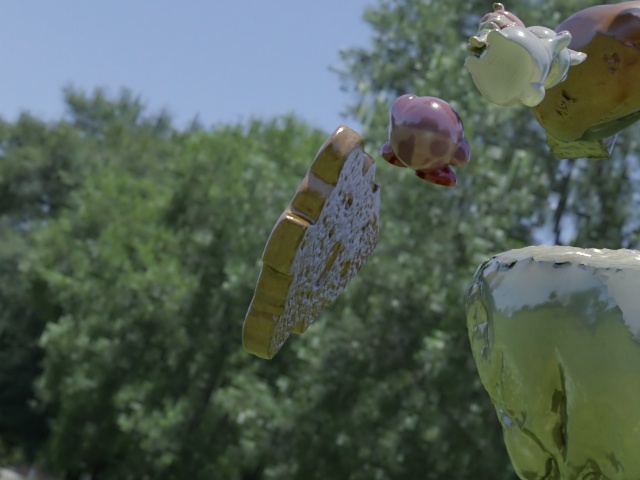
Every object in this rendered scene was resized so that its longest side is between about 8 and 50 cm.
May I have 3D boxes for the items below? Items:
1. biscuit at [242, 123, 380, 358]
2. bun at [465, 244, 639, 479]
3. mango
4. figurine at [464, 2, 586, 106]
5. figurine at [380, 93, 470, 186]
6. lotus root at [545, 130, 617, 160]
[{"bbox_3d":[0.000,0.000,1.377,0.041,0.212,0.238,23,7,16],"label":"biscuit"},{"bbox_3d":[0.276,0.115,1.219,0.359,0.211,0.360,5,3,0],"label":"bun"},{"bbox_3d":[0.341,-0.209,1.901,0.151,0.156,0.248,47,-28,-5],"label":"mango"},{"bbox_3d":[0.193,-0.182,1.447,0.081,0.098,0.146,-25,6,32],"label":"figurine"},{"bbox_3d":[0.097,-0.092,1.397,0.083,0.071,0.067,24,20,9],"label":"figurine"},{"bbox_3d":[0.368,-0.175,2.136,0.095,0.135,0.159,21,1,13],"label":"lotus root"}]
